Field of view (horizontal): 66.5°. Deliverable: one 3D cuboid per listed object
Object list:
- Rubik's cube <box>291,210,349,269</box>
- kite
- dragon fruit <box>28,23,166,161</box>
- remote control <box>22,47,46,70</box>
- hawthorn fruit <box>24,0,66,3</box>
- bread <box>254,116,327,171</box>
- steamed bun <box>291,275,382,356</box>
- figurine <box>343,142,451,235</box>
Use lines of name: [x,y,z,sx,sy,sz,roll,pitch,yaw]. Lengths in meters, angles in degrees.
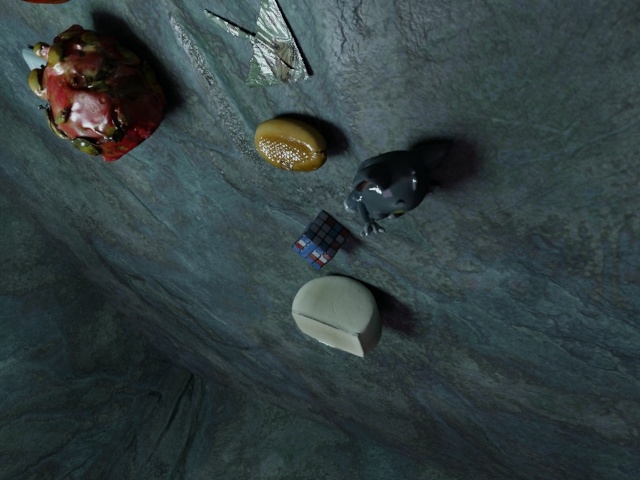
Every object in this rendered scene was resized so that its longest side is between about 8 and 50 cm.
Rubik's cube: [0.000,0.000,1.218,0.092,0.092,0.092,39,149,-4]
kite: [-0.122,-0.377,0.925,0.250,0.012,0.229,33,144,7]
dragon fruit: [-0.521,-0.341,1.132,0.250,0.269,0.291,-9,131,37]
remote control: [-0.710,-0.453,1.351,0.293,0.051,0.103,23,146,22]
hawthorn fruit: [-0.566,-0.546,0.889,0.242,0.271,0.242,19,135,20]
bread: [-0.057,-0.203,1.031,0.189,0.077,0.114,16,123,31]
steamed bun: [0.057,0.198,1.352,0.242,0.164,0.146,15,144,28]
figurine: [0.131,-0.104,0.937,0.265,0.193,0.140,-150,44,-70]
